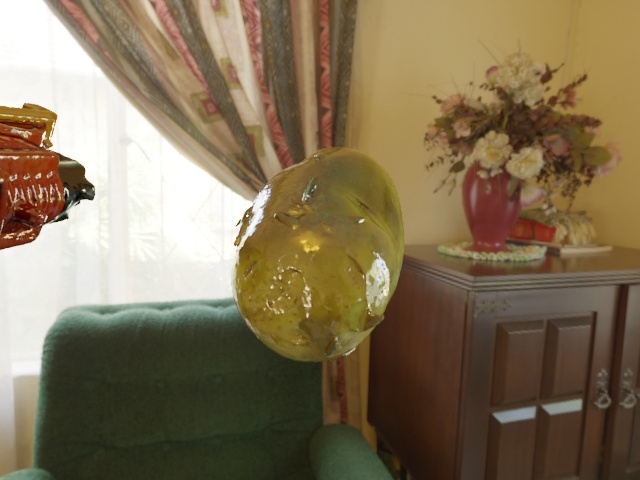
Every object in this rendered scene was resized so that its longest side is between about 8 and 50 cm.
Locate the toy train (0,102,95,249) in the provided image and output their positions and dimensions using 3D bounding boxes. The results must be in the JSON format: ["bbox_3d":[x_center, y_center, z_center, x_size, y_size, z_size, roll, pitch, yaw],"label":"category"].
[{"bbox_3d":[-0.390,-0.060,0.442,0.232,0.163,0.369,27,15,6],"label":"toy train"}]

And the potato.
[{"bbox_3d":[0.000,0.000,0.457,0.169,0.143,0.248,15,48,3],"label":"potato"}]
